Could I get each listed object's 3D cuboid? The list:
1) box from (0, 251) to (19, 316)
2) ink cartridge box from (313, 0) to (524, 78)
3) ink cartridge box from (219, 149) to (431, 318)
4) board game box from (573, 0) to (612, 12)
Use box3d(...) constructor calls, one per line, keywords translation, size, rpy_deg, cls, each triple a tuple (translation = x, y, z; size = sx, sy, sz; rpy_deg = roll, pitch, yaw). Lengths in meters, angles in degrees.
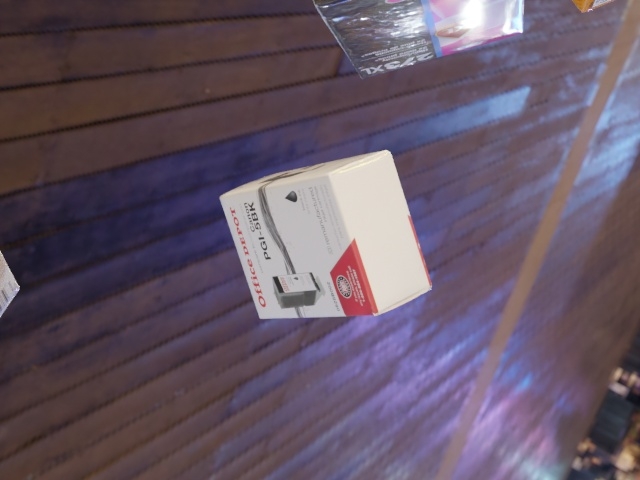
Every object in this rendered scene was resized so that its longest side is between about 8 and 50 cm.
box3d(translation=(-0.441, 0.059, 1.396), size=(0.102, 0.087, 0.101), rpy_deg=(85, 28, -57), cls="box")
box3d(translation=(0.101, -0.224, 1.082), size=(0.371, 0.176, 0.069), rpy_deg=(10, 65, -81), cls="ink cartridge box")
box3d(translation=(0.000, 0.000, 0.780), size=(0.056, 0.135, 0.099), rpy_deg=(-24, 99, -36), cls="ink cartridge box")
box3d(translation=(0.403, -0.562, 1.341), size=(0.356, 0.356, 0.356), rpy_deg=(-24, 158, -16), cls="board game box")
